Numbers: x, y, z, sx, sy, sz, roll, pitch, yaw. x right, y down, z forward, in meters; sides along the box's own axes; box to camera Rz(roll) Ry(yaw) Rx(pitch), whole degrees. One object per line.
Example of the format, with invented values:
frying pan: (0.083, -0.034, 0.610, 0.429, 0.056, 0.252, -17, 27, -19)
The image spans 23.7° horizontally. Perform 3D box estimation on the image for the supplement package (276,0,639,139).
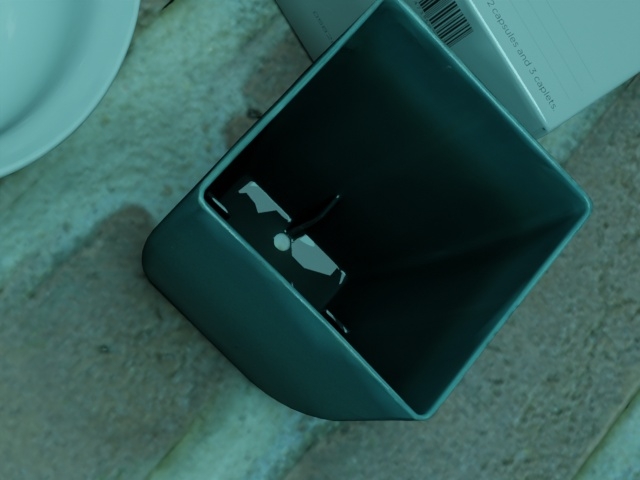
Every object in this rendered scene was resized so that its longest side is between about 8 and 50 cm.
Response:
supplement package: (0.140, -0.188, 1.011, 0.263, 0.198, 0.199, -33, 92, -26)

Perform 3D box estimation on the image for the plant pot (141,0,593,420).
plant pot: (0.000, 0.000, 0.890, 0.165, 0.234, 0.165, 46, 66, -9)

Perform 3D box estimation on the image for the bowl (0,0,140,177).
bowl: (-0.262, -0.159, 0.859, 0.298, 0.134, 0.297, 7, 76, -30)
